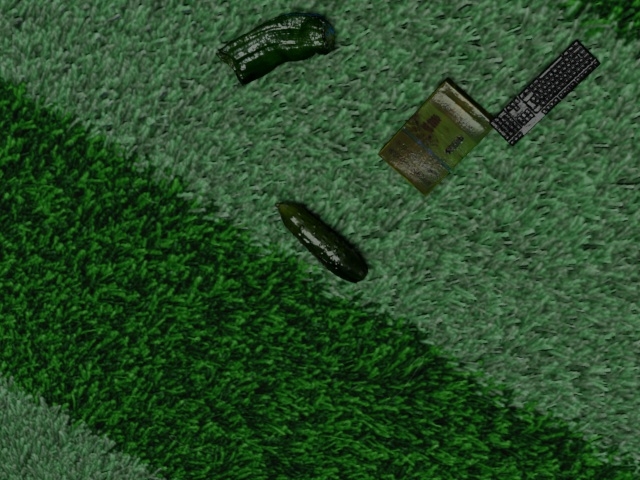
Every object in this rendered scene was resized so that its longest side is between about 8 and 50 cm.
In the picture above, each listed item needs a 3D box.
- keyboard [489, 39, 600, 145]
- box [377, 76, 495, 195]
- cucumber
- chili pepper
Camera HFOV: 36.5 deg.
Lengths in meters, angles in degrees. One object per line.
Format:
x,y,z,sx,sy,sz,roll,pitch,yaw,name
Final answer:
0.385,-0.253,1.672,0.061,0.013,0.204,44,110,-6,keyboard
0.210,-0.186,1.762,0.121,0.030,0.193,41,118,-5,box
0.000,0.000,1.892,0.227,0.069,0.069,42,119,-3,cucumber
-0.083,-0.351,1.755,0.224,0.061,0.098,-13,115,23,chili pepper
